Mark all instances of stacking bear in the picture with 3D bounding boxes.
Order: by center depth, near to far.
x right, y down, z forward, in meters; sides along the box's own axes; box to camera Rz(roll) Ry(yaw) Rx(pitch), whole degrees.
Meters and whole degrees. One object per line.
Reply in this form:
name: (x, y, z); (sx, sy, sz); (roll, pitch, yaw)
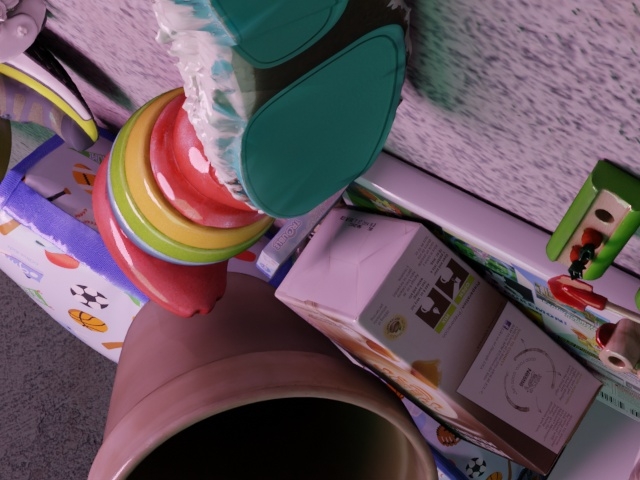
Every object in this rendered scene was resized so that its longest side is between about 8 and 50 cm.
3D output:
stacking bear: (-0.088, -0.059, 1.105); (0.164, 0.175, 0.289); (35, 159, -10)

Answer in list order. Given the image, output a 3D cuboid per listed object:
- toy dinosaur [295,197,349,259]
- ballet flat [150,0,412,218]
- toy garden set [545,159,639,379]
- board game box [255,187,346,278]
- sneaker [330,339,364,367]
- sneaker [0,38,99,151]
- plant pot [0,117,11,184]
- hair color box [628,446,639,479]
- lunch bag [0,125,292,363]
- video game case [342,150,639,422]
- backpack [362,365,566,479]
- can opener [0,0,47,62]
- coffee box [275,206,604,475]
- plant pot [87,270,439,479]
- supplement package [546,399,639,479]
toy dinosaur: (0.000, 0.000, 1.254); (0.064, 0.118, 0.268); (-9, 177, -9)
ballet flat: (-0.029, -0.141, 0.730); (0.147, 0.147, 0.409); (30, 165, 11)
toy garden set: (0.251, 0.072, 0.872); (0.244, 0.049, 0.204); (31, 156, 8)
board game box: (-0.014, -0.013, 1.062); (0.020, 0.090, 0.090); (41, 169, 0)
sneaker: (-0.027, 0.216, 2.074); (0.145, 0.147, 0.385); (34, 170, -16)
sneaker: (-0.352, -0.166, 1.328); (0.300, 0.121, 0.111); (33, -167, -36)
plant pot: (-0.563, -0.149, 1.606); (0.366, 0.366, 0.353); (28, -179, 21)
hair color box: (0.356, 0.253, 1.047); (0.105, 0.173, 0.347); (27, 164, -12)
lunch bag: (-0.215, 0.031, 1.601); (0.328, 0.239, 0.385); (33, 176, 2)
video game case: (0.175, 0.049, 1.129); (0.329, 0.036, 0.300); (29, 168, 22)
backpack: (0.137, 0.243, 1.647); (0.277, 0.213, 0.263); (29, 158, 31)
can opener: (-0.370, -0.261, 1.187); (0.280, 0.074, 0.093); (39, 168, -26)
coffee box: (0.102, 0.085, 1.127); (0.246, 0.098, 0.141); (39, 168, -27)
plant pot: (-0.078, 0.184, 1.290); (0.323, 0.323, 0.280); (40, -165, -33)
supplement package: (0.349, 0.318, 1.369); (0.199, 0.198, 0.262); (26, 167, 32)
